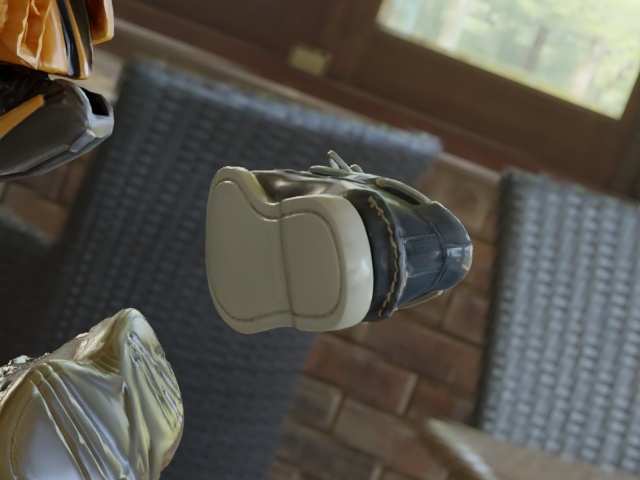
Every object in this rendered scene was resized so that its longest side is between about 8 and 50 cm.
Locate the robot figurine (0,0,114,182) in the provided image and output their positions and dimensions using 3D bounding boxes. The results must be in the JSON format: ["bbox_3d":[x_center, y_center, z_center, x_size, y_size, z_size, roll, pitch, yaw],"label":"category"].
[{"bbox_3d":[-0.173,-0.123,0.555,0.291,0.211,0.085,12,3,17],"label":"robot figurine"}]

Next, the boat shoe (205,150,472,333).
[{"bbox_3d":[0.000,0.000,1.017,0.079,0.095,0.254,-6,0,-20],"label":"boat shoe"}]

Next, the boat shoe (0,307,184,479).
[{"bbox_3d":[-0.074,0.059,0.517,0.056,0.049,0.152,64,11,-3],"label":"boat shoe"}]
